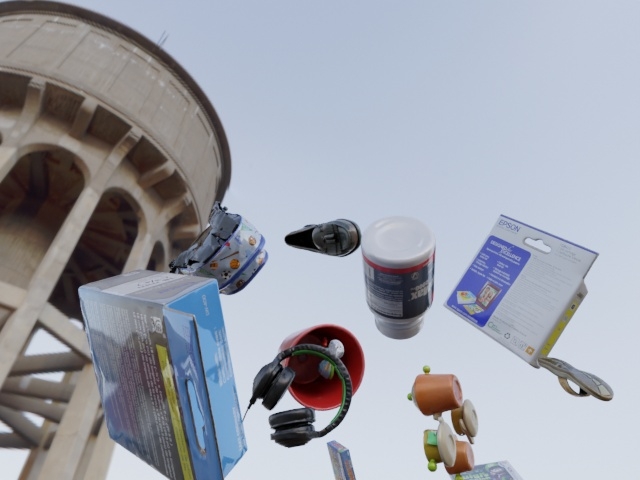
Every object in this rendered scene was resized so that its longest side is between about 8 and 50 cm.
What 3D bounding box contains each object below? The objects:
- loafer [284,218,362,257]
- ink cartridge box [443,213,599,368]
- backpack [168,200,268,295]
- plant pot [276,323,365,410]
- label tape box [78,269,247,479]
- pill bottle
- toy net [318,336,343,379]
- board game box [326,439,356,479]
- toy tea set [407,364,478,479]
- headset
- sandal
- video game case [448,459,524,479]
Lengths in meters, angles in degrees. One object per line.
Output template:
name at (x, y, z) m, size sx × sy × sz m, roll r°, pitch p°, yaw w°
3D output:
loafer at (0.000, 0.000, 1.276) m, size 0.084 × 0.096 × 0.267 m, roll -10°, pitch 4°, yaw -30°
ink cartridge box at (0.514, 0.119, 1.321) m, size 0.072 × 0.303 × 0.307 m, roll 32°, pitch -87°, yaw -37°
backpack at (-0.283, 0.041, 1.503) m, size 0.213 × 0.277 × 0.263 m, roll 38°, pitch -14°, yaw -18°
plant pot at (-0.024, 0.406, 1.698) m, size 0.274 × 0.275 × 0.243 m, roll 20°, pitch -11°, yaw -18°
label tape box at (-0.184, 0.174, 0.658) m, size 0.333 × 0.105 × 0.241 m, roll 1°, pitch -77°, yaw 46°
pill bottle at (0.120, 0.063, 0.776) m, size 0.107 × 0.108 × 0.180 m, roll -5°, pitch -50°, yaw 5°
toy net at (0.037, 0.356, 1.605) m, size 0.045 × 0.122 × 0.232 m, roll 10°, pitch -30°, yaw -11°
board game box at (0.081, 0.802, 1.739) m, size 0.035 × 0.201 × 0.136 m, roll -13°, pitch -2°, yaw -21°
toy tea set at (0.251, 0.442, 1.113) m, size 0.124 × 0.336 × 0.200 m, roll -18°, pitch -70°, yaw 29°
headset at (-0.106, 0.446, 1.369) m, size 0.394 × 0.243 × 0.185 m, roll -25°, pitch -18°, yaw -18°
sandal at (0.506, 0.284, 1.019) m, size 0.072 × 0.180 × 0.049 m, roll 8°, pitch -84°, yaw -20°
video game case at (0.486, 0.700, 1.482) m, size 0.190 × 0.173 × 0.022 m, roll -9°, pitch -90°, yaw -1°
